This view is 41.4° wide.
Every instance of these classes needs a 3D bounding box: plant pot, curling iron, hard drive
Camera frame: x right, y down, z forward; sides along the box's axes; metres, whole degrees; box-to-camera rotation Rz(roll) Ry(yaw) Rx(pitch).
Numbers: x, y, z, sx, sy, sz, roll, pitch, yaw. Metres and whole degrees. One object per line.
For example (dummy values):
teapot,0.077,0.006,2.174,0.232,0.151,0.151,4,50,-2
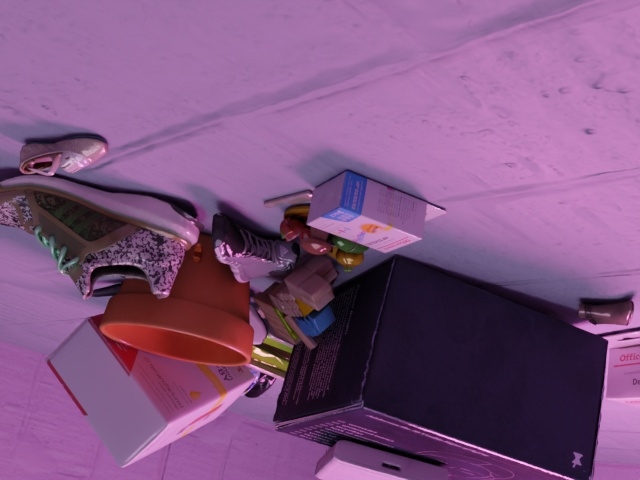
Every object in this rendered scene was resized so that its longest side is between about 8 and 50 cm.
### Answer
plant pot,-0.256,0.108,1.632,0.290,0.204,0.291,10,160,4
curling iron,-0.463,0.105,1.990,0.068,0.035,0.274,31,152,-35
hard drive,0.120,0.505,1.836,0.233,0.047,0.353,15,158,-1

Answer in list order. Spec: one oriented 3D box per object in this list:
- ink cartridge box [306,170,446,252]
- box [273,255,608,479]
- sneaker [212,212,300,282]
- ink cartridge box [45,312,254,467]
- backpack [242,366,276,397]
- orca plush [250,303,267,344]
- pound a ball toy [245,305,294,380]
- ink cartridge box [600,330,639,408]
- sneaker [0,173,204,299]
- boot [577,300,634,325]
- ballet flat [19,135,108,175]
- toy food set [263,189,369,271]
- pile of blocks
ink cartridge box,0.085,-0.034,1.265,0.181,0.062,0.104,19,159,-24
box,0.224,0.294,1.708,0.479,0.297,0.472,21,159,-16
sneaker,-0.105,0.008,1.482,0.132,0.086,0.229,-4,161,8
ink cartridge box,-0.354,0.284,1.846,0.160,0.279,0.384,-44,168,19
backpack,-0.313,0.304,2.202,0.355,0.273,0.290,30,162,-16
orca plush,-0.253,0.143,1.890,0.287,0.151,0.102,15,-168,-14
pound a ball toy,-0.016,0.239,2.032,0.319,0.136,0.208,27,125,-32
ink cartridge box,0.734,0.288,1.732,0.353,0.119,0.207,19,159,-22
sneaker,-0.416,0.003,1.455,0.410,0.182,0.158,9,161,7
boot,0.510,0.128,1.527,0.087,0.042,0.118,9,160,11
ballet flat,-0.389,-0.123,1.283,0.168,0.052,0.057,-2,157,31
toy food set,0.000,0.000,1.391,0.128,0.071,0.218,-6,154,40
pile of blocks,-0.014,0.115,1.637,0.149,0.112,0.362,51,160,-2
